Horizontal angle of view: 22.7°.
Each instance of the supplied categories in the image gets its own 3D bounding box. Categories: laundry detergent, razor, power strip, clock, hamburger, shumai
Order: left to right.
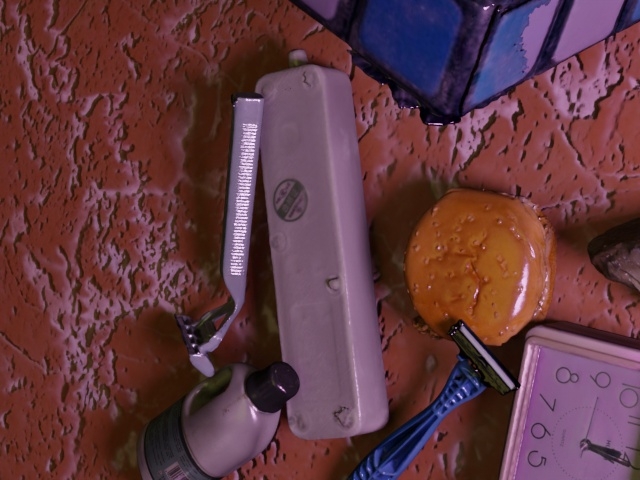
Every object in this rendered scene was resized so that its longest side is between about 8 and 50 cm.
[{"bbox_3d":[-0.099,0.182,1.589,0.225,0.070,0.099,-39,47,41],"label":"laundry detergent"},{"bbox_3d":[-0.089,-0.011,1.592,0.111,0.056,0.278,-123,44,-68],"label":"razor"},{"bbox_3d":[0.000,0.000,1.567,0.091,0.062,0.385,-10,84,37],"label":"power strip"},{"bbox_3d":[0.093,0.177,1.494,0.082,0.042,0.253,47,126,13],"label":"razor"},{"bbox_3d":[0.145,0.025,1.471,0.138,0.083,0.147,9,90,31],"label":"hamburger"},{"bbox_3d":[0.244,0.179,1.416,0.147,0.071,0.192,14,96,30],"label":"clock"},{"bbox_3d":[0.299,0.026,1.382,0.124,0.099,0.087,-1,111,53],"label":"shumai"}]

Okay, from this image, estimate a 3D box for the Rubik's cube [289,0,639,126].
[{"bbox_3d":[0.131,-0.365,1.271,0.362,0.363,0.359,38,137,25],"label":"Rubik's cube"}]
